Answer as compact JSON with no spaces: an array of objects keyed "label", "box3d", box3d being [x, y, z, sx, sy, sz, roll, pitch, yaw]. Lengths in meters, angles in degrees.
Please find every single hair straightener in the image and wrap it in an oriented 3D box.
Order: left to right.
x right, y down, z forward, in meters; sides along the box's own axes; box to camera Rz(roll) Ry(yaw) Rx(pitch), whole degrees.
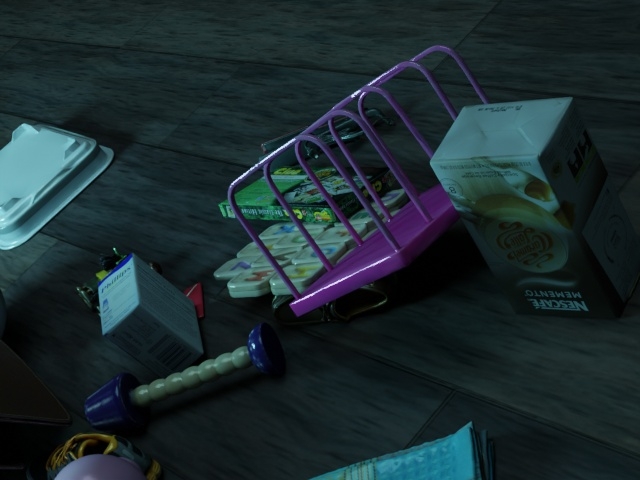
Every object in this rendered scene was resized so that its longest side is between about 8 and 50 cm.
[{"label":"hair straightener","box3d":[0.008,-0.150,1.929,0.230,0.047,0.089,-15,36,18]}]

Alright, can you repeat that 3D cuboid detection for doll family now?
[{"label":"doll family","box3d":[-0.303,0.067,1.875,0.111,0.076,0.193,-37,37,-15]}]

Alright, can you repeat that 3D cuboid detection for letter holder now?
[{"label":"letter holder","box3d":[-0.502,0.221,1.647,0.302,0.214,0.152,34,104,39]}]

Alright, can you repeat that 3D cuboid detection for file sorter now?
[{"label":"file sorter","box3d":[0.065,-0.082,1.451,0.202,0.182,0.290,-29,8,47]}]

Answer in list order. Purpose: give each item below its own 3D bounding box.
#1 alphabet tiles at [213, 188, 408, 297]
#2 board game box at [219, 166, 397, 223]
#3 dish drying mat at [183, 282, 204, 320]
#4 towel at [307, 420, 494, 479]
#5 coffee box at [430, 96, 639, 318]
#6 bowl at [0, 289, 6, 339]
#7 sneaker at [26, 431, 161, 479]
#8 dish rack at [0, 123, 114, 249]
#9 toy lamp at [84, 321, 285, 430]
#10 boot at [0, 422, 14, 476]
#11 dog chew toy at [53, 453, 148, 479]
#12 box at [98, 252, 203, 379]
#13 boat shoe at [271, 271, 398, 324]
[{"label":"alphabet tiles","box3d":[0.000,0.000,1.664,0.278,0.021,0.284,-5,23,36]},{"label":"board game box","box3d":[-0.022,-0.070,1.802,0.136,0.030,0.259,-36,25,-32]},{"label":"dish drying mat","box3d":[-0.186,0.093,1.792,0.032,0.008,0.083,-26,32,9]},{"label":"towel","box3d":[0.007,0.341,1.261,0.370,0.040,0.271,-21,33,19]},{"label":"coffee box","box3d":[0.246,-0.031,1.357,0.141,0.246,0.098,0,46,42]},{"label":"bowl","box3d":[-0.606,0.166,1.942,0.297,0.134,0.298,-22,34,16]},{"label":"sneaker","box3d":[-0.302,0.282,1.569,0.214,0.083,0.084,-10,40,34]},{"label":"dish rack","box3d":[-0.575,-0.123,2.369,0.285,0.072,0.332,-45,35,-20]},{"label":"toy lamp","box3d":[-0.182,0.184,1.604,0.274,0.080,0.080,-22,34,14]},{"label":"boot","box3d":[-0.552,0.287,1.767,0.207,0.094,0.246,-19,40,14]},{"label":"dog chew toy","box3d":[-0.287,0.368,1.343,0.206,0.207,0.332,-10,31,32]},{"label":"box","box3d":[-0.237,0.107,1.700,0.072,0.126,0.137,-41,30,12]},{"label":"boat shoe","box3d":[0.015,0.075,1.589,0.178,0.064,0.060,-17,33,19]}]
